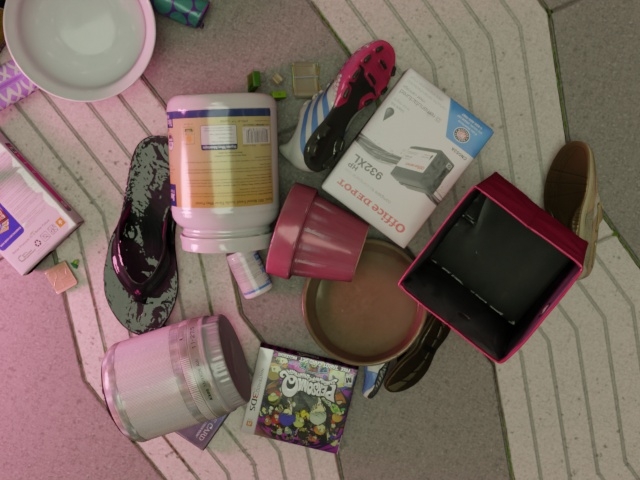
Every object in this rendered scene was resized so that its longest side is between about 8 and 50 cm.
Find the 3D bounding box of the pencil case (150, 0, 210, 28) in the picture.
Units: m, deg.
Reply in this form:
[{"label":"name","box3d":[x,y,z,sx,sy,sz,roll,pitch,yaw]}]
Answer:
[{"label":"pencil case","box3d":[-0.313,-0.504,1.684,0.151,0.070,0.064,23,133,-4]}]

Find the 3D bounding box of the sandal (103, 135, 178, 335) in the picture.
[{"label":"sandal","box3d":[-0.386,-0.007,1.732,0.167,0.107,0.446,8,96,1]}]

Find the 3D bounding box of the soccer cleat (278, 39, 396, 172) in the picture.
[{"label":"soccer cleat","box3d":[0.027,-0.294,1.681,0.331,0.143,0.116,-56,133,-11]}]

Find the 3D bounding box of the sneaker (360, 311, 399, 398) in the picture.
[{"label":"sneaker","box3d":[0.120,0.246,1.777,0.081,0.080,0.211,13,89,6]}]

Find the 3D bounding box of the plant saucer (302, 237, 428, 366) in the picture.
[{"label":"plant saucer","box3d":[0.098,0.134,1.734,0.278,0.041,0.278,-2,80,12]}]

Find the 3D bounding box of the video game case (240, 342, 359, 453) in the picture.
[{"label":"video game case","box3d":[-0.048,0.359,1.810,0.232,0.042,0.210,14,100,0]}]

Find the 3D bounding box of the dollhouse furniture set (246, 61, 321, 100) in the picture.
[{"label":"dollhouse furniture set","box3d":[-0.078,-0.341,1.721,0.151,0.058,0.076,-6,91,-17]}]

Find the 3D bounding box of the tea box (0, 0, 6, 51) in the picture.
[{"label":"tea box","box3d":[-0.755,-0.481,1.571,0.220,0.323,0.329,39,96,-4]}]

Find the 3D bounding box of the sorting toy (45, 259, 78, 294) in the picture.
[{"label":"sorting toy","box3d":[-0.575,0.077,1.802,0.083,0.012,0.062,-28,91,9]}]

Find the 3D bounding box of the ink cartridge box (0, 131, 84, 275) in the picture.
[{"label":"ink cartridge box","box3d":[-0.714,-0.116,1.753,0.176,0.069,0.371,-41,97,7]}]

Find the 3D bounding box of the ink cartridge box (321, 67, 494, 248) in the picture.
[{"label":"ink cartridge box","box3d":[0.178,-0.172,1.683,0.223,0.129,0.307,37,98,-4]}]

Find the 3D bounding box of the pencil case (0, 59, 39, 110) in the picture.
[{"label":"pencil case","box3d":[-0.685,-0.317,1.680,0.206,0.088,0.086,-37,98,-17]}]

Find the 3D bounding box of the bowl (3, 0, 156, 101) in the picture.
[{"label":"bowl","box3d":[-0.489,-0.445,1.647,0.298,0.134,0.298,-3,111,-9]}]

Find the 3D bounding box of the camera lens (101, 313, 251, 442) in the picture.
[{"label":"camera lens","box3d":[-0.309,0.292,1.695,0.274,0.219,0.219,-18,97,4]}]

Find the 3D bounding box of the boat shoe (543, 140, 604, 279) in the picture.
[{"label":"boat shoe","box3d":[0.551,-0.062,1.710,0.098,0.109,0.302,-5,100,-37]}]

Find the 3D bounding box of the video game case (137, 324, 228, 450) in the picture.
[{"label":"video game case","box3d":[-0.327,0.329,1.824,0.274,0.026,0.196,35,98,-4]}]

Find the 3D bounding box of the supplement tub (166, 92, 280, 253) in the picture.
[{"label":"supplement tub","box3d":[-0.198,-0.142,1.649,0.228,0.228,0.316,-1,98,2]}]

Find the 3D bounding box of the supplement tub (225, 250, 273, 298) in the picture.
[{"label":"supplement tub","box3d":[-0.156,0.069,1.758,0.071,0.071,0.107,-24,97,5]}]

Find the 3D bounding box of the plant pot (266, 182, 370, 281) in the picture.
[{"label":"plant pot","box3d":[0.000,0.000,1.673,0.180,0.201,0.201,19,98,3]}]

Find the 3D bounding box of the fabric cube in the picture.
[{"label":"fabric cube","box3d":[0.354,0.046,1.596,0.259,0.258,0.254,39,110,10]}]

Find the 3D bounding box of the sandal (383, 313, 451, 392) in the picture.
[{"label":"sandal","box3d":[0.210,0.242,1.772,0.090,0.060,0.219,37,83,-41]}]
